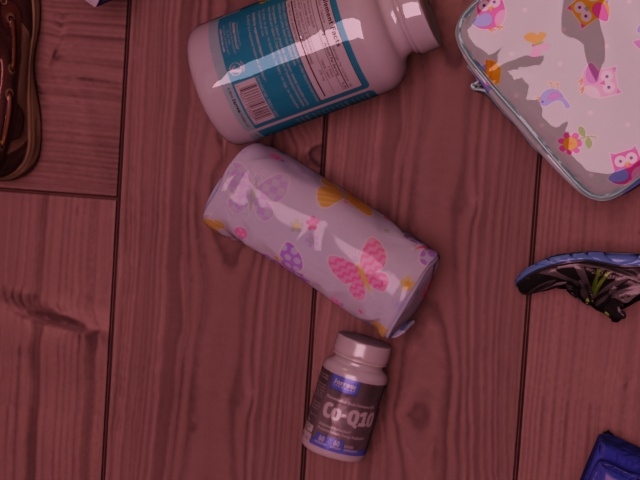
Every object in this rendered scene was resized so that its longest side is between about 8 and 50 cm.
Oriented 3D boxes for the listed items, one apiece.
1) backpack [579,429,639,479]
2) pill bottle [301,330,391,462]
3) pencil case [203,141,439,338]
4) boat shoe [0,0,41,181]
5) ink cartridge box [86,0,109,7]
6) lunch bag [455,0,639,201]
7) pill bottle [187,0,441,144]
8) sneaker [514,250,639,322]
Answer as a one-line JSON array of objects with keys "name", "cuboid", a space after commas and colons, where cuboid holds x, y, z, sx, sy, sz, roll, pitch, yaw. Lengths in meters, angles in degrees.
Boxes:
[{"name": "backpack", "cuboid": [0.345, 0.283, 1.634, 0.120, 0.101, 0.098, 22, 105, 8]}, {"name": "pill bottle", "cuboid": [0.032, 0.178, 1.711, 0.078, 0.078, 0.137, 17, 97, 12]}, {"name": "pencil case", "cuboid": [0.000, 0.000, 1.691, 0.273, 0.113, 0.124, 31, 110, 10]}, {"name": "boat shoe", "cuboid": [-0.409, -0.239, 1.768, 0.123, 0.123, 0.341, -3, 93, 13]}, {"name": "ink cartridge box", "cuboid": [-0.309, -0.358, 1.748, 0.207, 0.097, 0.046, 36, 123, 8]}, {"name": "lunch bag", "cuboid": [0.289, -0.191, 1.615, 0.224, 0.108, 0.279, -41, 83, 15]}, {"name": "pill bottle", "cuboid": [-0.004, -0.213, 1.663, 0.264, 0.146, 0.146, -19, 89, 13]}, {"name": "sneaker", "cuboid": [0.308, 0.051, 1.645, 0.188, 0.067, 0.078, 1, 87, 10]}]
